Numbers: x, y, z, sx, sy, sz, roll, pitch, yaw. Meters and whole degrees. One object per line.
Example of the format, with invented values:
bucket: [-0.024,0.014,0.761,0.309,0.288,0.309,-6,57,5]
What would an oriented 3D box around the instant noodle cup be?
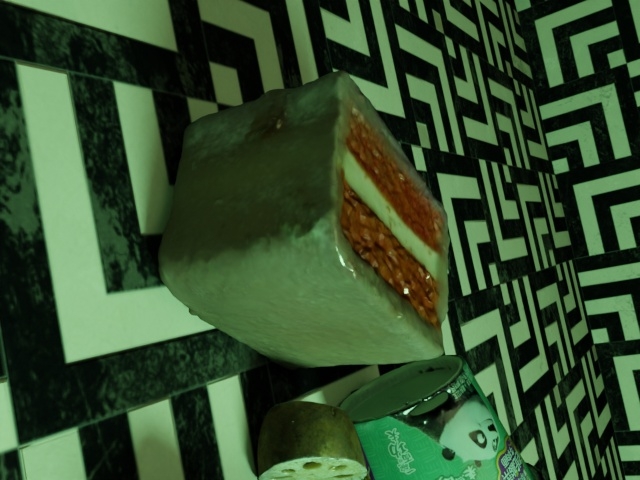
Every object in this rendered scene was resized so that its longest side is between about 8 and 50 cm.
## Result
instant noodle cup: [0.144,0.279,0.869,0.251,0.251,0.190,-26,92,-58]

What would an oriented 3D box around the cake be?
cake: [0.000,0.000,0.745,0.309,0.230,0.237,42,46,-43]

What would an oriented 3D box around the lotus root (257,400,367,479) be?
lotus root: [-0.008,0.239,0.747,0.122,0.112,0.081,41,40,-42]
